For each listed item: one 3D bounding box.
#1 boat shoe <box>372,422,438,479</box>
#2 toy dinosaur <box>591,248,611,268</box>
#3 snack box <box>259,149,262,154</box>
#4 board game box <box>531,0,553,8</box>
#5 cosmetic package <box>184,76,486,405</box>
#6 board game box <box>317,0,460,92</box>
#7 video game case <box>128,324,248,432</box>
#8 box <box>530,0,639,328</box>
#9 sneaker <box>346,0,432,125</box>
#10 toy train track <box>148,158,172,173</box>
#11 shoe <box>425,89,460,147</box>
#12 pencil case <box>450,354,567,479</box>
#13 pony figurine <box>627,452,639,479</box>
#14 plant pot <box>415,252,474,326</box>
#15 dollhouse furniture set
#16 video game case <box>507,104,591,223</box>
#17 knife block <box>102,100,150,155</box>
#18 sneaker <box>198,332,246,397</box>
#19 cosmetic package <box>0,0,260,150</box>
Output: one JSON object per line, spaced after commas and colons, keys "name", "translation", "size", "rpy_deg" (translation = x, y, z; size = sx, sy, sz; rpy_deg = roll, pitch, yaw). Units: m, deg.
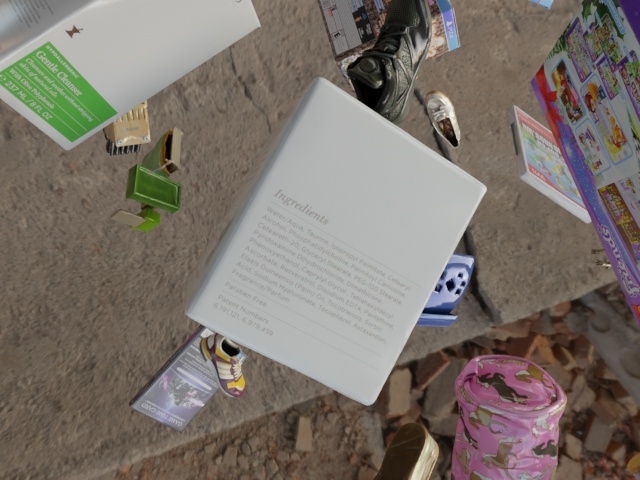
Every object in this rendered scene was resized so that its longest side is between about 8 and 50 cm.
{"name": "boat shoe", "translation": [0.166, 0.587, 1.134], "size": [0.341, 0.121, 0.110], "rpy_deg": [-52, 121, -19]}
{"name": "toy dinosaur", "translation": [0.541, 0.023, 0.877], "size": [0.183, 0.092, 0.053], "rpy_deg": [-16, 96, -25]}
{"name": "snack box", "translation": [-0.045, -0.065, 1.236], "size": [0.187, 0.060, 0.322], "rpy_deg": [14, 125, 20]}
{"name": "board game box", "translation": [0.369, -0.502, 0.860], "size": [0.211, 0.039, 0.160], "rpy_deg": [-7, 131, -40]}
{"name": "cosmetic package", "translation": [0.000, 0.000, 0.887], "size": [0.327, 0.329, 0.394], "rpy_deg": [30, 87, -13]}
{"name": "board game box", "translation": [0.165, -0.550, 1.259], "size": [0.290, 0.141, 0.232], "rpy_deg": [-19, 67, 15]}
{"name": "video game case", "translation": [-0.344, 0.369, 1.353], "size": [0.274, 0.026, 0.196], "rpy_deg": [-47, 133, -10]}
{"name": "box", "translation": [0.275, -0.048, 0.406], "size": [0.057, 0.201, 0.293], "rpy_deg": [-21, 83, 7]}
{"name": "sneaker", "translation": [0.115, -0.311, 0.829], "size": [0.087, 0.130, 0.228], "rpy_deg": [20, 102, 28]}
{"name": "toy train track", "translation": [-0.418, -0.193, 1.308], "size": [0.083, 0.048, 0.014], "rpy_deg": [-20, 116, 30]}
{"name": "shoe", "translation": [0.397, -0.383, 1.608], "size": [0.219, 0.076, 0.058], "rpy_deg": [48, 35, -39]}
{"name": "pencil case", "translation": [0.306, 0.383, 0.872], "size": [0.167, 0.160, 0.386], "rpy_deg": [-8, 115, -16]}
{"name": "pony figurine", "translation": [0.631, 0.475, 0.734], "size": [0.351, 0.303, 0.363], "rpy_deg": [-25, 67, -34]}
{"name": "plant pot", "translation": [0.262, 0.125, 1.436], "size": [0.235, 0.236, 0.212], "rpy_deg": [8, 90, -26]}
{"name": "dollhouse furniture set", "translation": [-0.534, -0.208, 1.527], "size": [0.151, 0.197, 0.302], "rpy_deg": [23, 53, -43]}
{"name": "video game case", "translation": [0.526, -0.185, 1.166], "size": [0.204, 0.025, 0.285], "rpy_deg": [30, 43, -14]}
{"name": "knife block", "translation": [-0.527, -0.348, 1.318], "size": [0.088, 0.242, 0.276], "rpy_deg": [-15, 125, -30]}
{"name": "sneaker", "translation": [-0.219, 0.307, 1.234], "size": [0.083, 0.070, 0.186], "rpy_deg": [-21, 112, 23]}
{"name": "cosmetic package", "translation": [-0.295, -0.324, 0.731], "size": [0.365, 0.197, 0.155], "rpy_deg": [-34, 69, -1]}
